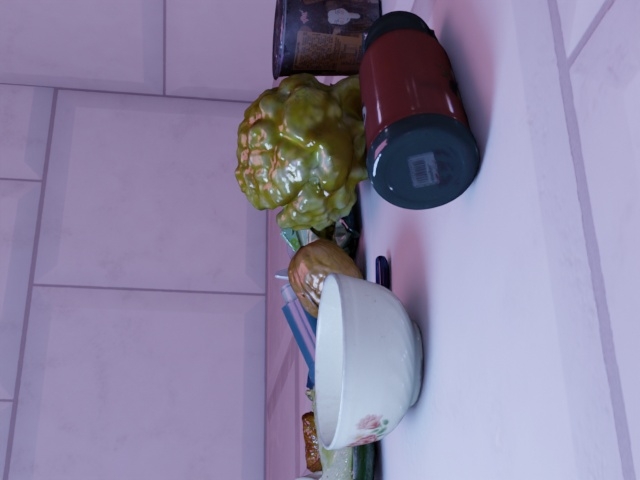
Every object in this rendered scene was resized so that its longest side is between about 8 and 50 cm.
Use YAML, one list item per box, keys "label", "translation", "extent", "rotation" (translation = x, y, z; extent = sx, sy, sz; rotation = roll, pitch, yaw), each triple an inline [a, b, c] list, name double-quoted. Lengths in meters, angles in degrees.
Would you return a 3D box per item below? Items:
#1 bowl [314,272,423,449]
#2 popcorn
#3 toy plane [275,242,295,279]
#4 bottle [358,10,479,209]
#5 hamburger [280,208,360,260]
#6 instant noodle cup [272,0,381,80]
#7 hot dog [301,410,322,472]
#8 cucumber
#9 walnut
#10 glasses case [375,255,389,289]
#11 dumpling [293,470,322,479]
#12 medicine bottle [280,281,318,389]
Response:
- label: "bowl"
  translation: [0.077, 0.189, 1.448]
  extent: [0.277, 0.145, 0.277]
  rotation: [-176, 90, -83]
- label: "popcorn"
  translation: [-0.030, -0.190, 1.844]
  extent: [0.274, 0.279, 0.335]
  rotation: [-39, 54, 57]
- label: "toy plane"
  translation: [-0.035, 0.035, 2.322]
  extent: [0.252, 0.118, 0.252]
  rotation: [10, -90, -86]
- label: "bottle"
  translation: [0.122, -0.201, 1.281]
  extent: [0.336, 0.144, 0.144]
  rotation: [-95, 11, -46]
- label: "hamburger"
  translation: [-0.004, -0.007, 2.056]
  extent: [0.260, 0.150, 0.276]
  rotation: [-105, 21, -61]
- label: "instant noodle cup"
  translation: [0.010, -0.433, 1.909]
  extent: [0.217, 0.207, 0.217]
  rotation: [-176, 90, -82]
- label: "hot dog"
  translation: [-0.009, 0.481, 2.204]
  extent: [0.099, 0.065, 0.147]
  rotation: [-145, 47, -80]
- label: "cucumber"
  translation: [0.055, 0.377, 1.703]
  extent: [0.145, 0.105, 0.325]
  rotation: [-51, 27, 28]
- label: "walnut"
  translation: [0.014, 0.083, 1.882]
  extent: [0.180, 0.144, 0.144]
  rotation: [61, 167, 5]
- label: "glasses case"
  translation: [0.113, 0.068, 1.658]
  extent: [0.033, 0.023, 0.083]
  rotation: [131, 140, -69]
- label: "dumpling"
  translation: [-0.009, 0.548, 1.964]
  extent: [0.126, 0.215, 0.166]
  rotation: [42, 127, 39]
- label: "medicine bottle"
  translation: [-0.018, 0.215, 2.056]
  extent: [0.258, 0.079, 0.124]
  rotation: [65, 153, 21]
